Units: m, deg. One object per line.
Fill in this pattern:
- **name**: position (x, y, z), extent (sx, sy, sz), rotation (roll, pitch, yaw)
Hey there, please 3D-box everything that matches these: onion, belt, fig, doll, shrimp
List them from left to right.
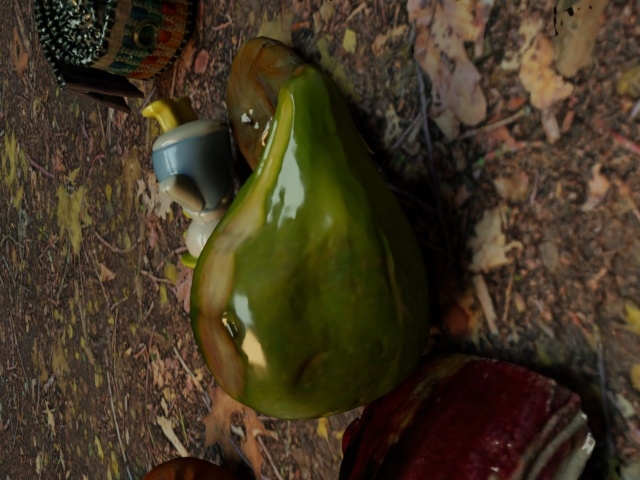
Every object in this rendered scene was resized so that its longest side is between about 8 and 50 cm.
- **belt**: position (-0.274, -0.347, 0.893), extent (0.207, 0.161, 0.294), rotation (-18, 80, 33)
- **doll**: position (-0.135, -0.049, 0.762), extent (0.135, 0.099, 0.240), rotation (-146, 44, -74)
- **shrimp**: position (-0.031, -0.107, 0.679), extent (0.287, 0.063, 0.152), rotation (51, 132, 39)
- **fig**: position (0.000, 0.000, 0.520), extent (0.206, 0.206, 0.274), rotation (33, 126, 45)
- **onion**: position (0.079, 0.255, 0.512), extent (0.280, 0.146, 0.314), rotation (-15, 86, 55)

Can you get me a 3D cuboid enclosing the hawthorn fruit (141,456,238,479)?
- **hawthorn fruit**: position (-0.170, 0.386, 0.824), extent (0.179, 0.179, 0.200), rotation (40, 144, 42)
